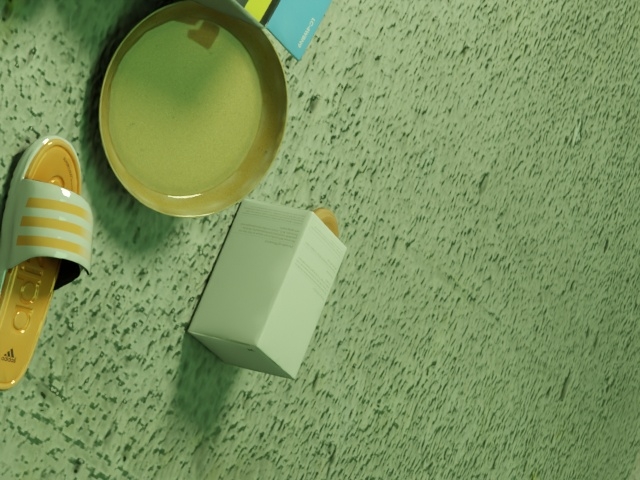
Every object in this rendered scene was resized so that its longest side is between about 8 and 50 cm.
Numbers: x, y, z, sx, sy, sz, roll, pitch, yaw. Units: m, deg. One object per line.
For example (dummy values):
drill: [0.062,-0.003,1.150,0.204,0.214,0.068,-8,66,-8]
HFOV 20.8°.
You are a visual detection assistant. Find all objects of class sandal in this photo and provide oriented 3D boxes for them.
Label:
sandal: [-0.272,0.029,1.754,0.102,0.076,0.265,17,86,-58]
sandal: [-0.117,-0.192,1.950,0.090,0.060,0.219,-44,121,-20]

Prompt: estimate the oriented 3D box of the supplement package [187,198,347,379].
supplement package: [-0.062,0.058,2.066,0.105,0.105,0.179,47,60,-53]

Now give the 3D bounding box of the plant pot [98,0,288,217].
plant pot: [-0.141,-0.143,1.885,0.236,0.032,0.236,-8,104,-34]

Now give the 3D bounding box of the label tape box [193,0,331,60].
label tape box: [-0.098,-0.382,1.792,0.347,0.115,0.249,40,72,-45]

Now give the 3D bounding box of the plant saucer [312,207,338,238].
plant saucer: [0.000,0.000,2.231,0.083,0.013,0.083,-26,122,-52]
